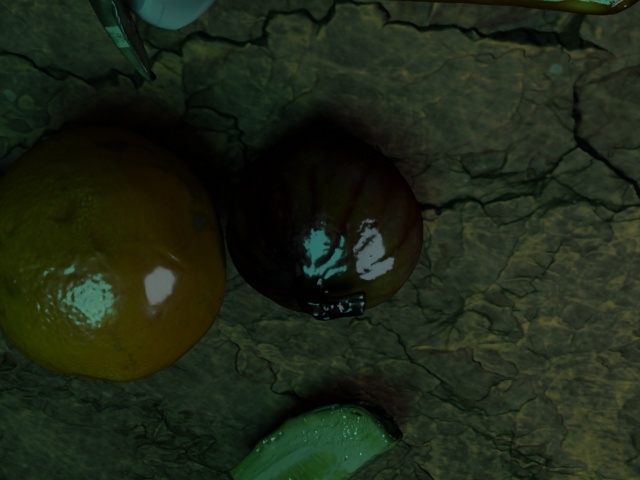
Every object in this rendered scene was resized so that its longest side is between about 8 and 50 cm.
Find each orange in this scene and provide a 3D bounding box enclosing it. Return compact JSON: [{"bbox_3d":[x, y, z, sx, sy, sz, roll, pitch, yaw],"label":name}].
[{"bbox_3d":[-0.261,0.017,1.560,0.312,0.312,0.312,9,134,10],"label":"orange"}]

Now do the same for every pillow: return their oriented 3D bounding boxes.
[{"bbox_3d":[-0.227,-0.254,1.384,0.033,0.217,0.130,-28,125,-5],"label":"pillow"}]

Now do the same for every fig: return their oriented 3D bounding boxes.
[{"bbox_3d":[0.001,-0.014,1.525,0.235,0.214,0.235,30,145,24],"label":"fig"}]

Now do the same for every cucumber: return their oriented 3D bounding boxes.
[{"bbox_3d":[0.004,0.306,1.886,0.145,0.105,0.325,52,131,6],"label":"cucumber"}]

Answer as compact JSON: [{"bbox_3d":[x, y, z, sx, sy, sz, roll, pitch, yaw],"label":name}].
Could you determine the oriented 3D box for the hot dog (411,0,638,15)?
[{"bbox_3d":[0.177,-0.294,1.274,0.337,0.100,0.135,6,141,14],"label":"hot dog"}]

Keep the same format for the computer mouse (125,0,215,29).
[{"bbox_3d":[-0.130,-0.344,1.279,0.121,0.184,0.297,-8,141,-25],"label":"computer mouse"}]
